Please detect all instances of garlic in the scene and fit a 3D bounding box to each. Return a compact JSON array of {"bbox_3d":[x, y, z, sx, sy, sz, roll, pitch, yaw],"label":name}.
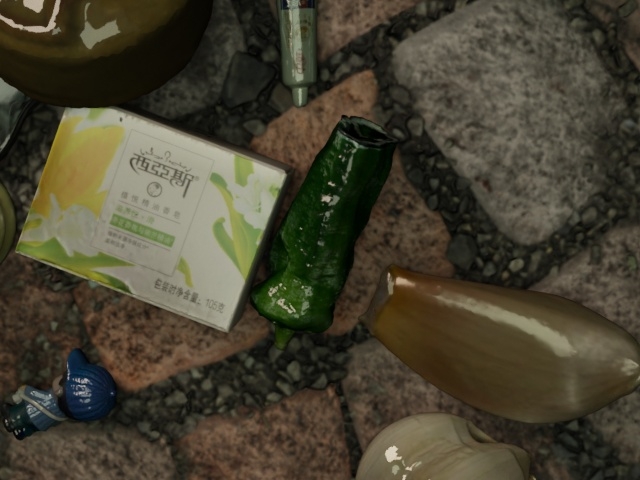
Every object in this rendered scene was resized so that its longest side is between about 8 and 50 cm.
[{"bbox_3d":[0.198,0.114,1.826,0.318,0.112,0.143,15,119,1],"label":"garlic"},{"bbox_3d":[0.166,0.310,1.818,0.203,0.185,0.281,-36,92,-8],"label":"garlic"}]

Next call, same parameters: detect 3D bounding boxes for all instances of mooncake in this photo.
[{"bbox_3d":[-0.257,-0.293,1.751,0.284,0.155,0.284,0,72,0],"label":"mooncake"}]

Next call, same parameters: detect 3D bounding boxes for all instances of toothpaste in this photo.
[{"bbox_3d":[-0.027,-0.264,1.839,0.060,0.038,0.233,-2,94,1],"label":"toothpaste"}]

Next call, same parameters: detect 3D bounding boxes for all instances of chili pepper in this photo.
[{"bbox_3d":[0.000,0.000,1.824,0.099,0.136,0.270,22,103,-11],"label":"chili pepper"}]

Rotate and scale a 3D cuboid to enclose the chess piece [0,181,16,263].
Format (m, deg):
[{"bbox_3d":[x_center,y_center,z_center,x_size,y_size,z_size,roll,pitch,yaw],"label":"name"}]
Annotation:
[{"bbox_3d":[-0.433,-0.009,1.791,0.144,0.251,0.144,1,97,5],"label":"chess piece"}]

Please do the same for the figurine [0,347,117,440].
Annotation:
[{"bbox_3d":[-0.300,0.188,1.895,0.136,0.079,0.077,-34,134,3],"label":"figurine"}]

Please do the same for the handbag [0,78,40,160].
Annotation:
[{"bbox_3d":[-0.435,-0.237,1.860,0.332,0.075,0.191,38,95,3],"label":"handbag"}]

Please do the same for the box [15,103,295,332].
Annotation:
[{"bbox_3d":[-0.183,-0.035,1.841,0.260,0.111,0.194,20,97,4],"label":"box"}]
